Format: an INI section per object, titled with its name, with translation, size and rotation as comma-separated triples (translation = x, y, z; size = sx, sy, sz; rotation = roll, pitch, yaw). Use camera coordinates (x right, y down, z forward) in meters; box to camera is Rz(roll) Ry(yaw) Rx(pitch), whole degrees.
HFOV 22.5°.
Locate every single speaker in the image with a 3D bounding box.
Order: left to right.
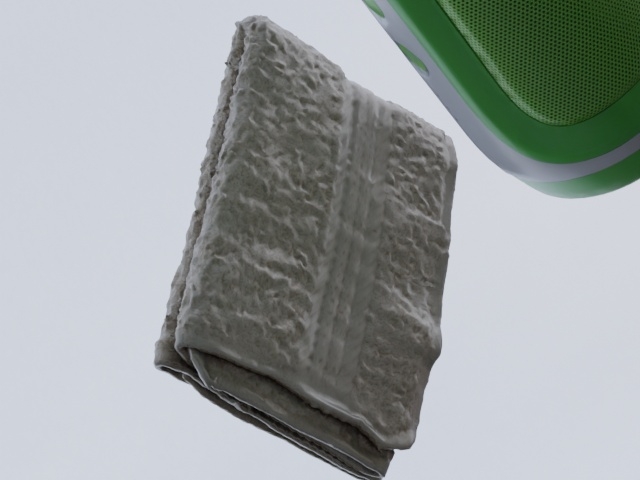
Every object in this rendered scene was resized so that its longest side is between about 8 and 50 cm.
[speaker]
translation = 0.067, -0.149, 0.726
size = 0.131, 0.131, 0.296
rotation = -41, -53, 2

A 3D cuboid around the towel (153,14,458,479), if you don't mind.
[towel]
translation = 0.000, 0.000, 1.028
size = 0.187, 0.282, 0.049
rotation = 31, -39, -29
